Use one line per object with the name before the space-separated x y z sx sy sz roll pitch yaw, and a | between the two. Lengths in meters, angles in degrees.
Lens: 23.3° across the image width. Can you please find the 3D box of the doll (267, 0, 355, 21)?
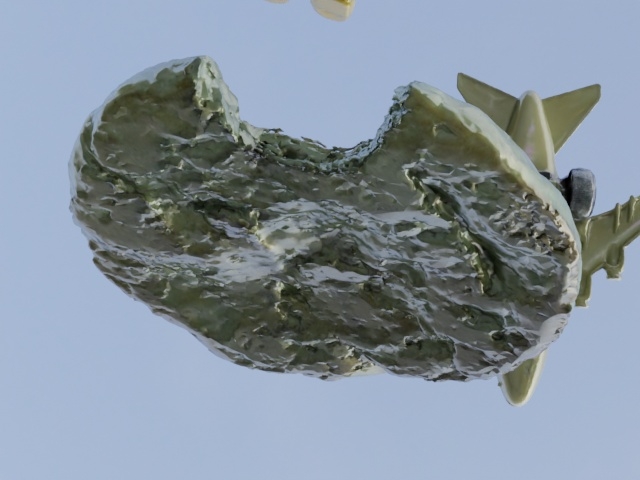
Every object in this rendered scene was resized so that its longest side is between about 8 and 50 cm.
doll | 0.022 -0.314 1.217 0.145 0.316 0.103 6 -26 23

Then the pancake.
pancake | 0.000 0.000 0.719 0.253 0.037 0.253 11 -32 7

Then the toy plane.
toy plane | 0.158 -0.002 1.203 0.242 0.104 0.256 4 -109 -5
